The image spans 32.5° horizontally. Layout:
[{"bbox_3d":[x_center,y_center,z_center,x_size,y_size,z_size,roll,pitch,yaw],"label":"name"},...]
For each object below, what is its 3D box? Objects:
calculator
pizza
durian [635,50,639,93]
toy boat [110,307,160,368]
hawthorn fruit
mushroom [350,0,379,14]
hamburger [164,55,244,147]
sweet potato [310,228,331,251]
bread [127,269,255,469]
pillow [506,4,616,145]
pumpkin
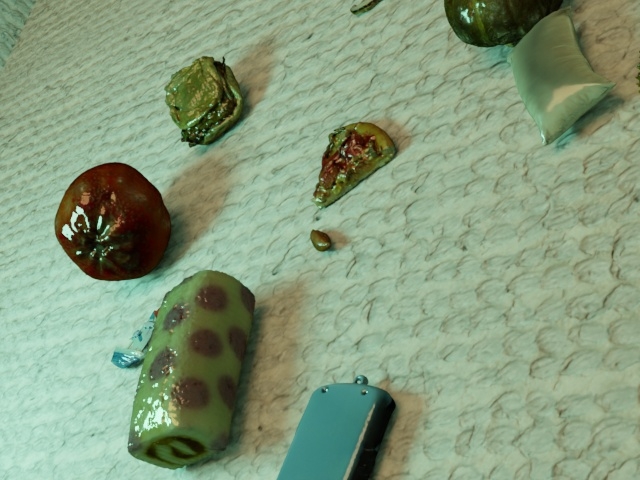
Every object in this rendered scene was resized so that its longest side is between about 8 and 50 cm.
[{"bbox_3d":[0.012,0.334,1.664,0.173,0.051,0.293,-6,53,48],"label":"calculator"},{"bbox_3d":[0.046,-0.148,2.080,0.201,0.053,0.193,14,69,53],"label":"pizza"},{"bbox_3d":[0.539,-0.310,1.638,0.221,0.095,0.137,-47,34,-7],"label":"durian"},{"bbox_3d":[-0.366,0.208,2.248,0.149,0.034,0.105,-40,30,-7],"label":"toy boat"},{"bbox_3d":[-0.437,-0.061,2.403,0.254,0.254,0.300,-28,24,30],"label":"hawthorn fruit"},{"bbox_3d":[0.109,-0.525,2.398,0.101,0.019,0.049,-32,39,22],"label":"mushroom"},{"bbox_3d":[-0.258,-0.323,2.558,0.183,0.130,0.206,-37,55,22],"label":"hamburger"},{"bbox_3d":[0.000,0.000,2.014,0.034,0.034,0.095,-48,23,3],"label":"sweet potato"},{"bbox_3d":[-0.232,0.227,1.953,0.187,0.155,0.338,-28,40,37],"label":"bread"},{"bbox_3d":[0.386,-0.274,1.787,0.144,0.078,0.254,-35,36,21],"label":"pillow"},{"bbox_3d":[0.327,-0.419,1.939,0.219,0.162,0.219,-18,27,9],"label":"pumpkin"}]
